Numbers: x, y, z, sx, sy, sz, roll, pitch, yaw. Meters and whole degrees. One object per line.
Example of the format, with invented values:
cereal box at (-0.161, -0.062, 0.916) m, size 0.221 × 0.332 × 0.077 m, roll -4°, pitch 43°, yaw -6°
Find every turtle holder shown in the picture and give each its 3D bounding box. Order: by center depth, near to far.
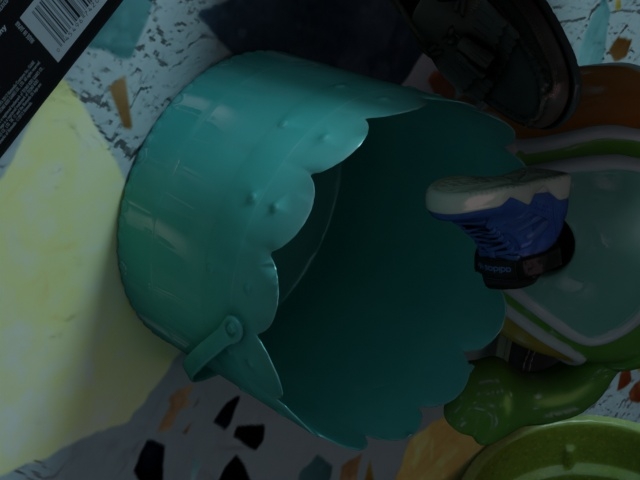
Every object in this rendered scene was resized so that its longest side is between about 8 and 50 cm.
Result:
turtle holder at (0.203, -0.003, 1.665) m, size 0.227 × 0.243 × 0.320 m, roll 7°, pitch 140°, yaw -25°

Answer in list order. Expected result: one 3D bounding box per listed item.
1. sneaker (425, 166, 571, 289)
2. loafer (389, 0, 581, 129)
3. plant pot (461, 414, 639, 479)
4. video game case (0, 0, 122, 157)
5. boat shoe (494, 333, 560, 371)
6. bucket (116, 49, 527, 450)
sneaker at (0.124, -0.003, 1.384) m, size 0.152 × 0.058 × 0.085 m, roll -10°, pitch 107°, yaw -55°
loafer at (0.079, -0.176, 1.401) m, size 0.084 × 0.267 × 0.096 m, roll -12°, pitch 145°, yaw -37°
plant pot at (0.254, 0.352, 1.874) m, size 0.276 × 0.276 × 0.254 m, roll -34°, pitch 142°, yaw -35°
video game case at (-0.240, -0.159, 1.197) m, size 0.275 × 0.035 × 0.248 m, roll -54°, pitch 140°, yaw -14°
boat shoe at (0.264, 0.037, 1.832) m, size 0.285 × 0.092 × 0.103 m, roll -52°, pitch 137°, yaw -20°
bucket at (0.000, 0.000, 1.437) m, size 0.281 × 0.183 × 0.281 m, roll -24°, pitch 125°, yaw -40°
